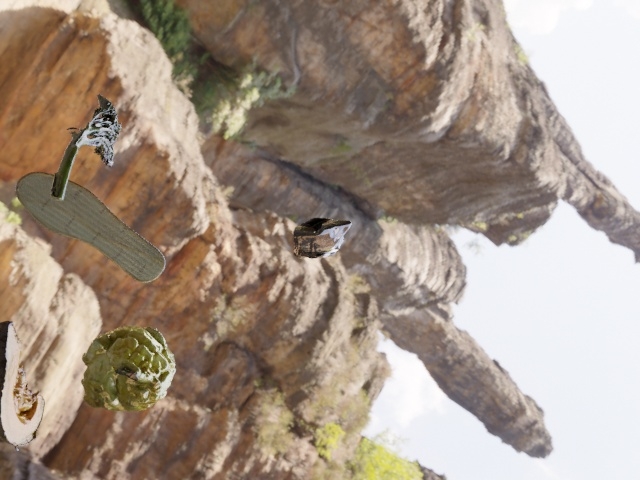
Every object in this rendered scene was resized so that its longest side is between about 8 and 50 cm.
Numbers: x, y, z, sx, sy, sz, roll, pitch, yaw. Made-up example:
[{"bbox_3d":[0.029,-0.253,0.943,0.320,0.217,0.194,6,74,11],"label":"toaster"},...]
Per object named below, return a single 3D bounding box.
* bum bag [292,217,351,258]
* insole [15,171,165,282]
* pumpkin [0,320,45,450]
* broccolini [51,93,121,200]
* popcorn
[{"bbox_3d":[0.000,0.000,1.596,0.340,0.143,0.095,105,-26,-81],"label":"bum bag"},{"bbox_3d":[-0.483,-0.026,1.343,0.119,0.348,0.009,-49,-159,3],"label":"insole"},{"bbox_3d":[-0.697,0.330,1.347,0.163,0.111,0.279,-97,-176,-57],"label":"pumpkin"},{"bbox_3d":[-0.424,-0.145,1.137,0.062,0.123,0.272,-4,-138,11],"label":"broccolini"},{"bbox_3d":[-0.563,0.365,1.826,0.293,0.293,0.237,-36,-150,34],"label":"popcorn"}]
